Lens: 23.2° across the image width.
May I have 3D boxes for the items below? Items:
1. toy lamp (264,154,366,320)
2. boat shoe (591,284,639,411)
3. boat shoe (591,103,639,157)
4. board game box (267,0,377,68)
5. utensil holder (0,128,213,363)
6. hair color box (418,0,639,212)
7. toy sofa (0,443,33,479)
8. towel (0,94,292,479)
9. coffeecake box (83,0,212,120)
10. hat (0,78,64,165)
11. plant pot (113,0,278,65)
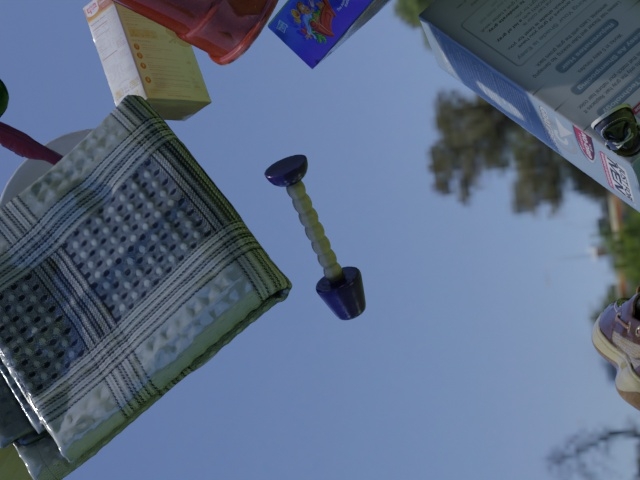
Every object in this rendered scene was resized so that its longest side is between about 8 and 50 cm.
[{"bbox_3d":[0.000,0.000,2.426,0.080,0.080,0.274,-68,-41,-58],"label":"toy lamp"},{"bbox_3d":[0.424,0.120,1.949,0.123,0.123,0.342,-64,0,14],"label":"boat shoe"},{"bbox_3d":[0.321,-0.115,1.665,0.038,0.046,0.125,63,-169,14],"label":"boat shoe"},{"bbox_3d":[0.099,-0.371,1.912,0.078,0.233,0.347,44,-142,-1],"label":"board game box"},{"bbox_3d":[-0.333,0.029,2.605,0.385,0.328,0.327,60,-153,-63],"label":"utensil holder"},{"bbox_3d":[0.316,-0.213,1.884,0.374,0.185,0.113,42,169,37],"label":"hair color box"},{"bbox_3d":[-0.445,0.175,1.863,0.177,0.150,0.362,19,-152,-34],"label":"toy sofa"},{"bbox_3d":[-0.232,0.043,1.552,0.312,0.324,0.056,51,-177,31],"label":"towel"},{"bbox_3d":[-0.260,-0.279,2.343,0.142,0.068,0.185,-2,-112,-52],"label":"coffeecake box"},{"bbox_3d":[-0.379,-0.174,1.763,0.208,0.184,0.173,45,-135,-40],"label":"hat"},{"bbox_3d":[-0.202,-0.406,2.069,0.265,0.272,0.272,19,-125,-25],"label":"plant pot"}]
